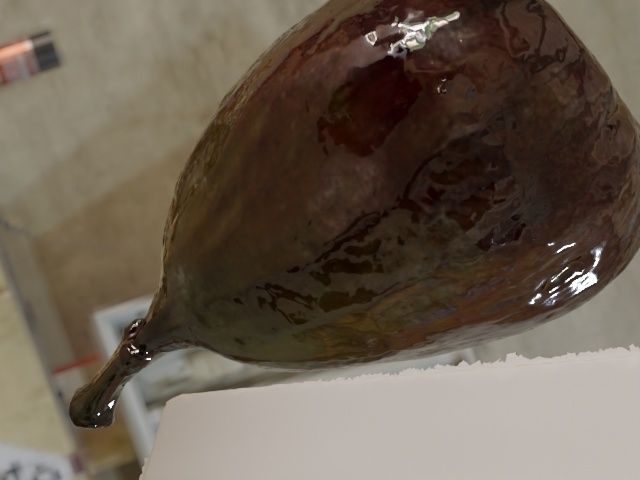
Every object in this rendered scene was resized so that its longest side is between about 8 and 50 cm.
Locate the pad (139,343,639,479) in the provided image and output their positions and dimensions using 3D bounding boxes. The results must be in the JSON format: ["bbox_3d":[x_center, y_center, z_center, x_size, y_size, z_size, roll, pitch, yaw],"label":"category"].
[{"bbox_3d":[0.039,0.087,0.346,0.004,0.232,0.156,46,48,-42],"label":"pad"}]

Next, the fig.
[{"bbox_3d":[-0.001,-0.002,0.722,0.170,0.274,0.145,17,45,-63],"label":"fig"}]
